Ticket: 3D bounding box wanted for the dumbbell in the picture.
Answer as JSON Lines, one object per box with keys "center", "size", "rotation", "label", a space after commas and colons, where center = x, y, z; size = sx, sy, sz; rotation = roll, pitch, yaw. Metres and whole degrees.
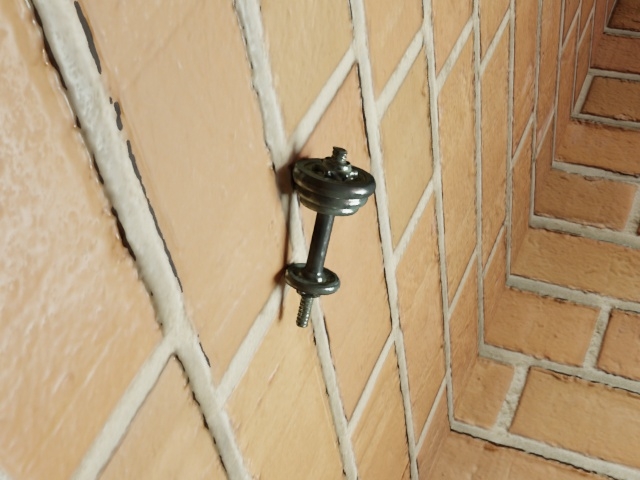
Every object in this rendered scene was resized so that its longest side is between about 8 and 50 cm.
{"center": [0.000, 0.000, 1.240], "size": [0.110, 0.110, 0.255], "rotation": [-30, 136, -62], "label": "dumbbell"}
